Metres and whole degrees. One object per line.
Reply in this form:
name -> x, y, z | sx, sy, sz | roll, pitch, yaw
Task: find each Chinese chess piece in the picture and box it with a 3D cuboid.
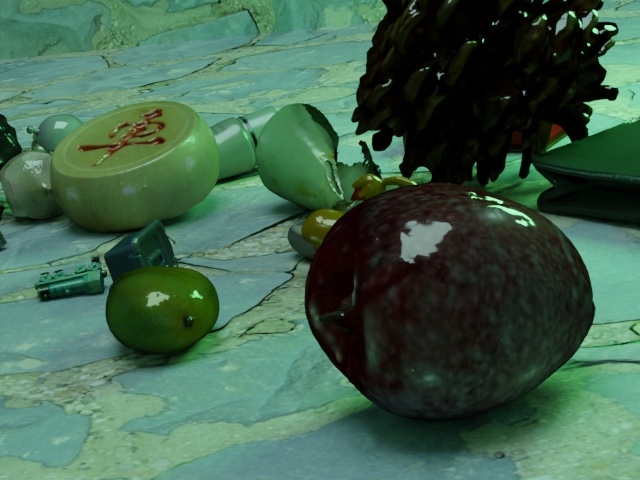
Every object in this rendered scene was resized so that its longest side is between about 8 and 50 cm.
Chinese chess piece -> -0.272, -0.111, 2.177 | 0.251, 0.097, 0.251 | -12, 30, 7

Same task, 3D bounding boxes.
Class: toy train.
toy train -> -0.309, 0.054, 1.846 | 0.092, 0.029, 0.045 | -12, 31, 1

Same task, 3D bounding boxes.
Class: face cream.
face cream -> -0.202, -0.123, 2.328 | 0.314, 0.089, 0.143 | -20, 22, -14

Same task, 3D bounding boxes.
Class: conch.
conch -> 0.014, -0.100, 2.066 | 0.250, 0.143, 0.137 | 28, 79, 45

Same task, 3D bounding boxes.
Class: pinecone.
pinecone -> 0.224, -0.245, 2.033 | 0.398, 0.398, 0.398 | -7, 16, 2

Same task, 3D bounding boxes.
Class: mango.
mango -> -0.172, 0.067, 1.620 | 0.122, 0.085, 0.191 | -12, 17, -4

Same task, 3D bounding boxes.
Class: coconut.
coconut -> -0.428, -0.080, 2.256 | 0.110, 0.110, 0.124 | -14, 14, -20

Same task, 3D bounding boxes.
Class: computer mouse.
computer mouse -> 0.000, 0.002, 1.853 | 0.066, 0.039, 0.096 | -19, 26, -32

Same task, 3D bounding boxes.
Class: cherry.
cherry -> 0.118, 0.052, 1.327 | 0.300, 0.203, 0.230 | 0, 9, -27

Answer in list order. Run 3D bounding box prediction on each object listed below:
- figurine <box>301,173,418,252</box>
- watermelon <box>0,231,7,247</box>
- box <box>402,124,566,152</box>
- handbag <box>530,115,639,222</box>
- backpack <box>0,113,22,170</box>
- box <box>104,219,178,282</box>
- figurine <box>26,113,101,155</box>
figurine -> 0.057, -0.020, 1.745 | 0.176, 0.122, 0.121 | 1, 21, 27
watermelon -> -0.508, 0.004, 2.096 | 0.101, 0.080, 0.155 | 34, 26, 11
box -> 0.265, -0.187, 2.338 | 0.240, 0.074, 0.153 | 0, 14, 30
handbag -> 0.431, -0.088, 1.886 | 0.247, 0.079, 0.260 | -19, 20, -33
backpack -> -0.571, -0.117, 2.360 | 0.206, 0.133, 0.258 | -48, 20, -16
box -> -0.221, 0.025, 1.831 | 0.054, 0.074, 0.099 | -18, 12, 19
figurine -> -0.415, -0.177, 2.610 | 0.197, 0.093, 0.147 | -4, 36, -16
